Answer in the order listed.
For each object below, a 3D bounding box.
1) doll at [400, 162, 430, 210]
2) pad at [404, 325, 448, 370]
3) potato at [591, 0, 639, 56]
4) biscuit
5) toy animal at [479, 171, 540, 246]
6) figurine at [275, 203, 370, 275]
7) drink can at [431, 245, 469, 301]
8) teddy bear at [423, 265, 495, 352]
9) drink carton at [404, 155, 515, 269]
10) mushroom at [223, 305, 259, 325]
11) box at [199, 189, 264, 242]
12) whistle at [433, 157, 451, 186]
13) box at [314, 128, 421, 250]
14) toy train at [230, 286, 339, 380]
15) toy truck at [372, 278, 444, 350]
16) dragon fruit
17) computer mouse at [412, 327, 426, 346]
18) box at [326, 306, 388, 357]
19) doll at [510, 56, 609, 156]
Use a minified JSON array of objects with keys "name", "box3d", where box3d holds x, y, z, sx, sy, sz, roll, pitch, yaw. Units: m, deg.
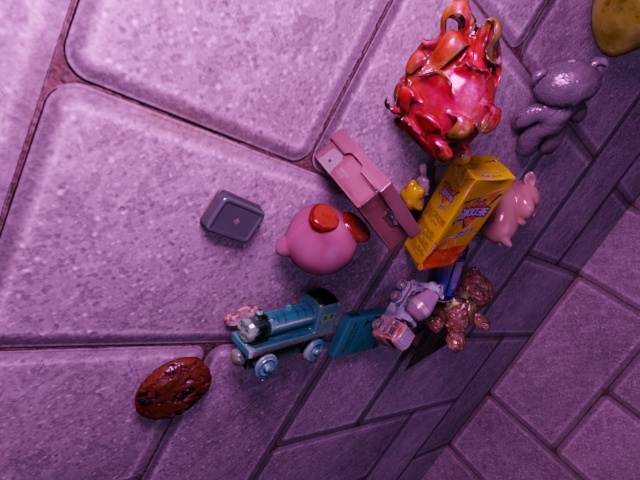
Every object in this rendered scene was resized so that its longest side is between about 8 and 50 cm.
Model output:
[{"name":"doll","box3d":[0.273,-0.137,1.237,0.113,0.071,0.135,-58,150,-16]},{"name":"pad","box3d":[0.505,0.412,1.898,0.367,0.007,0.248,-12,130,-46]},{"name":"potato","box3d":[0.873,-0.669,1.225,0.216,0.216,0.304,-41,150,-8]},{"name":"biscuit","box3d":[-0.357,0.365,1.082,0.192,0.049,0.192,-20,130,-26]},{"name":"toy animal","box3d":[0.650,-0.105,1.529,0.154,0.166,0.250,42,83,-8]},{"name":"figurine","box3d":[0.000,0.000,1.014,0.173,0.173,0.173,-24,135,-26]},{"name":"drink can","box3d":[0.452,0.104,1.563,0.097,0.097,0.235,-22,133,-28]},{"name":"teddy bear","box3d":[0.553,0.260,1.684,0.222,0.246,0.296,-48,174,30]},{"name":"drink carton","box3d":[0.386,-0.073,1.274,0.154,0.111,0.351,-5,139,-26]},{"name":"mushroom","box3d":[-0.196,0.187,1.103,0.101,0.019,0.049,-13,132,-41]},{"name":"box","box3d":[-0.179,-0.046,0.916,0.126,0.031,0.091,24,104,-51]},{"name":"whistle","box3d":[0.362,-0.220,1.238,0.126,0.067,0.258,-48,138,1]},{"name":"box","box3d":[0.105,-0.106,0.985,0.086,0.215,0.215,-38,142,6]},{"name":"toy train","box3d":[-0.092,0.237,1.165,0.298,0.120,0.194,-7,120,-41]},{"name":"toy truck","box3d":[0.290,0.238,1.449,0.257,0.140,0.108,-54,131,-19]},{"name":"dragon fruit","box3d":[0.276,-0.325,0.949,0.243,0.227,0.307,-43,138,-13]},{"name":"computer mouse","box3d":[0.408,0.391,1.802,0.066,0.039,0.096,-9,128,-47]},{"name":"box","box3d":[0.138,0.306,1.485,0.226,0.042,0.161,1,121,-42]},{"name":"doll","box3d":[0.702,-0.410,1.357,0.245,0.158,0.340,-8,150,1]}]
